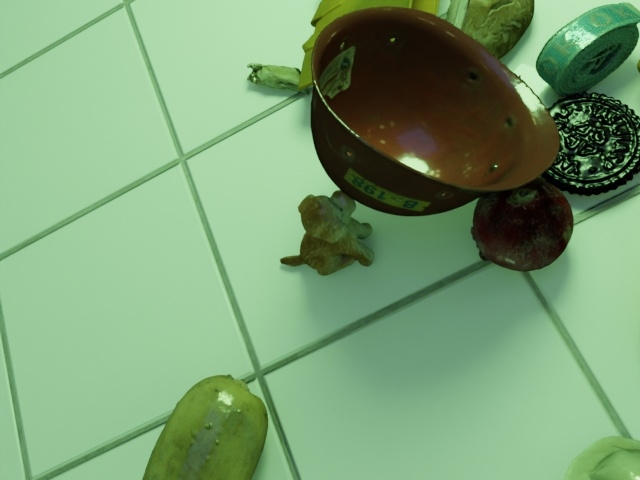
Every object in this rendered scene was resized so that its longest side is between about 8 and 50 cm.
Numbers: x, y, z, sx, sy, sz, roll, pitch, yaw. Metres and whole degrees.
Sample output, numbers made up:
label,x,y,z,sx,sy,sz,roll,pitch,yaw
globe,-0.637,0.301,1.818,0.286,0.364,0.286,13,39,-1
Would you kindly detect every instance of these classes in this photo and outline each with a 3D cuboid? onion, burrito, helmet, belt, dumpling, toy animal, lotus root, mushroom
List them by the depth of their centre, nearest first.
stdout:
label,x,y,z,sx,sy,sz,roll,pitch,yaw
dumpling,0.441,0.336,0.835,0.111,0.181,0.155,-62,27,28
onion,0.318,-0.038,0.947,0.160,0.195,0.159,-6,65,13
helmet,0.141,-0.163,0.955,0.385,0.230,0.337,21,54,-7
lotus root,-0.203,0.386,0.982,0.169,0.151,0.342,18,75,22
belt,0.458,-0.328,1.037,0.163,0.147,0.082,-17,59,-20
toy animal,-0.012,-0.008,1.043,0.184,0.185,0.104,-15,69,12
mushroom,0.323,-0.432,1.134,0.151,0.156,0.285,17,76,-7
burrito,-0.088,-0.344,1.264,0.149,0.041,0.055,14,89,17

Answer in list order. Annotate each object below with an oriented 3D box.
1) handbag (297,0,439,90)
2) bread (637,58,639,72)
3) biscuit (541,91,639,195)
label,x,y,z,sx,sy,sz,roll,pitch,yaw
handbag,0.104,-0.470,1.175,0.283,0.133,0.400,-6,65,40
bread,0.650,-0.210,0.944,0.173,0.121,0.311,-28,65,10
biscuit,0.456,-0.166,1.027,0.195,0.053,0.194,-5,71,16
